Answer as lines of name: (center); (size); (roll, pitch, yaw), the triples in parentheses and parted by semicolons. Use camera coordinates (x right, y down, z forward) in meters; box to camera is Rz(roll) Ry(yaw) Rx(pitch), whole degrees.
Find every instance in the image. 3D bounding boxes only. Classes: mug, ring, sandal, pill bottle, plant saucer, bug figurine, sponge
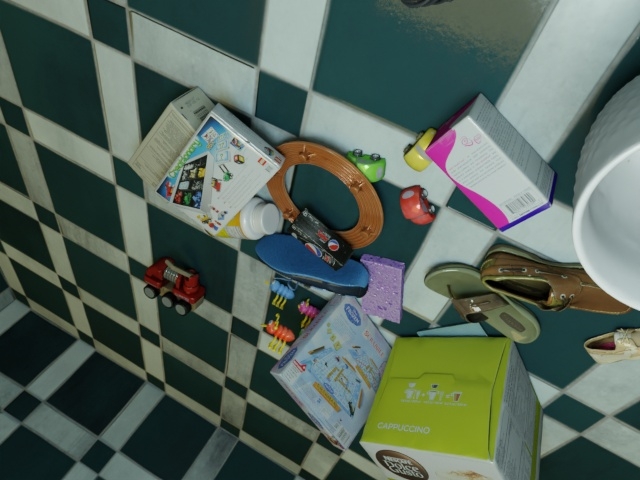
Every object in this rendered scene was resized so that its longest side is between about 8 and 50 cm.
mug: (0.481, -0.140, 0.590); (0.276, 0.328, 0.374); (-6, 123, 36)
ring: (-0.003, -0.096, 1.124); (0.336, 0.032, 0.337); (25, 147, 18)
sandal: (0.388, 0.158, 1.089); (0.302, 0.086, 0.120); (32, 137, 5)
pill bottle: (-0.224, -0.063, 1.272); (0.214, 0.117, 0.117); (4, 128, 30)
plant saucer: (0.360, 0.256, 1.246); (0.192, 0.018, 0.067); (-22, 112, 42)
bug figurine: (-0.079, 0.230, 1.373); (0.216, 0.279, 0.072); (31, 115, -21)
sponge: (0.169, 0.134, 1.253); (0.117, 0.031, 0.210); (14, 133, 23)

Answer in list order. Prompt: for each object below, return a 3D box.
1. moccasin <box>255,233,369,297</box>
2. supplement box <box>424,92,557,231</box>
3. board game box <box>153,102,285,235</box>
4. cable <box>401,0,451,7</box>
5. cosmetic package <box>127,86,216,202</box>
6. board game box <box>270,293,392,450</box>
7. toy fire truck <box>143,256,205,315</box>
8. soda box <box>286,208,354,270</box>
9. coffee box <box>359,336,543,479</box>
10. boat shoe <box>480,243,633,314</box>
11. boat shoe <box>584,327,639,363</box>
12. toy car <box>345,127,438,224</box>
moccasin: (-0.032, 0.090, 1.259); (0.341, 0.138, 0.117); (23, 151, 26)
supplement box: (0.319, -0.144, 0.852); (0.220, 0.114, 0.111); (43, 138, -9)
board game box: (-0.250, -0.156, 1.099); (0.193, 0.053, 0.305); (39, 129, -17)
cable: (0.169, -0.472, 0.719); (0.150, 0.047, 0.185); (15, 136, 29)
cosmetic package: (-0.371, -0.243, 1.215); (0.160, 0.113, 0.309); (49, 137, -14)
board game box: (0.061, 0.368, 1.317); (0.065, 0.318, 0.319); (-7, 123, 54)
toy fire truck: (-0.528, 0.128, 1.633); (0.216, 0.158, 0.247); (25, 125, 13)
soda box: (0.000, 0.000, 1.157); (0.169, 0.060, 0.053); (40, 152, -6)
coffee box: (0.360, 0.488, 1.202); (0.337, 0.338, 0.335); (-10, 124, 37)
boat shoe: (0.493, 0.106, 0.962); (0.307, 0.104, 0.111); (14, 133, 22)
boat shoe: (0.656, 0.222, 0.989); (0.059, 0.063, 0.170); (37, 139, -9)
toy car: (0.151, -0.143, 1.005); (0.224, 0.053, 0.239); (17, 134, 20)
